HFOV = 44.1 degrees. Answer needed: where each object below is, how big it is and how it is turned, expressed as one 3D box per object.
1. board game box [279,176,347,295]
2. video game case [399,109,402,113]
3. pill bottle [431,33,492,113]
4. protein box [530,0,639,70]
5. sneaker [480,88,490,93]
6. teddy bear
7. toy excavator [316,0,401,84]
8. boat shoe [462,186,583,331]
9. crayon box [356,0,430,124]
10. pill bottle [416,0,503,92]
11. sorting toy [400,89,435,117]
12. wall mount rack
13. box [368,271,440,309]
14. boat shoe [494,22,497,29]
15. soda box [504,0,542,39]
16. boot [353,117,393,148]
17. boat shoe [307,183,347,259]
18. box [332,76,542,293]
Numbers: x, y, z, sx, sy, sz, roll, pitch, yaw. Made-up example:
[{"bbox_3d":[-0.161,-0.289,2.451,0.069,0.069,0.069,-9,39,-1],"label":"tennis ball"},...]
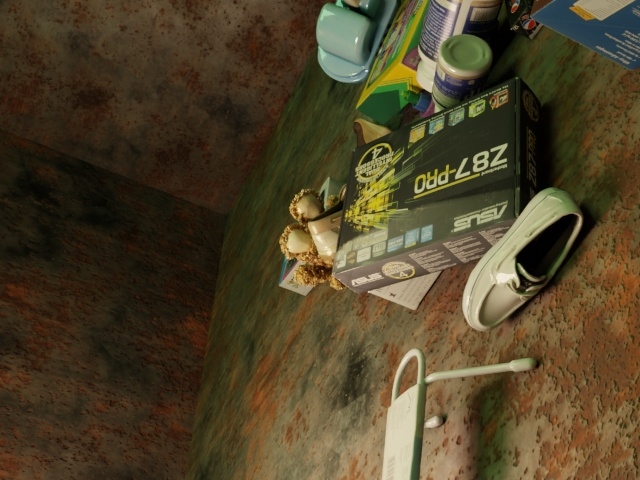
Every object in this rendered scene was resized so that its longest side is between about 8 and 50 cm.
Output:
[{"bbox_3d":[-0.009,-0.008,2.374,0.303,0.097,0.224,127,158,-47],"label":"board game box"},{"bbox_3d":[0.230,-0.436,2.278,0.166,0.015,0.119,-115,48,-69],"label":"video game case"},{"bbox_3d":[0.294,-0.332,1.675,0.186,0.112,0.112,89,-169,-59],"label":"pill bottle"},{"bbox_3d":[0.448,-0.371,1.123,0.201,0.200,0.136,-22,48,69],"label":"protein box"},{"bbox_3d":[0.354,-0.254,1.570,0.089,0.051,0.170,-33,32,47],"label":"sneaker"},{"bbox_3d":[0.000,0.000,1.916,0.113,0.338,0.245,1,88,29],"label":"teddy bear"},{"bbox_3d":[0.100,-0.668,2.243,0.445,0.222,0.433,-10,-55,-67],"label":"toy excavator"},{"bbox_3d":[0.317,0.045,1.233,0.267,0.096,0.088,-55,17,20],"label":"boat shoe"},{"bbox_3d":[0.250,-0.524,2.081,0.363,0.106,0.313,-67,13,-18],"label":"crayon box"},{"bbox_3d":[0.300,-0.461,1.739,0.153,0.153,0.264,-86,6,-46],"label":"pill bottle"},{"bbox_3d":[0.240,-0.260,1.814,0.127,0.126,0.365,-59,19,30],"label":"sorting toy"},{"bbox_3d":[0.197,0.319,1.225,0.304,0.130,0.350,126,159,-51],"label":"wall mount rack"},{"bbox_3d":[0.182,0.013,1.662,0.182,0.119,0.181,-94,29,-57],"label":"box"},{"bbox_3d":[0.350,-0.496,1.872,0.064,0.060,0.178,-71,16,-8],"label":"boat shoe"},{"bbox_3d":[0.422,-0.489,1.637,0.169,0.053,0.060,-84,21,-45],"label":"soda box"},{"bbox_3d":[0.114,-0.239,2.265,0.207,0.090,0.248,-65,20,6],"label":"boot"},{"bbox_3d":[0.102,-0.086,1.832,0.122,0.110,0.341,-9,25,46],"label":"boat shoe"},{"bbox_3d":[0.215,-0.093,1.466,0.395,0.097,0.318,-19,49,37],"label":"box"}]
